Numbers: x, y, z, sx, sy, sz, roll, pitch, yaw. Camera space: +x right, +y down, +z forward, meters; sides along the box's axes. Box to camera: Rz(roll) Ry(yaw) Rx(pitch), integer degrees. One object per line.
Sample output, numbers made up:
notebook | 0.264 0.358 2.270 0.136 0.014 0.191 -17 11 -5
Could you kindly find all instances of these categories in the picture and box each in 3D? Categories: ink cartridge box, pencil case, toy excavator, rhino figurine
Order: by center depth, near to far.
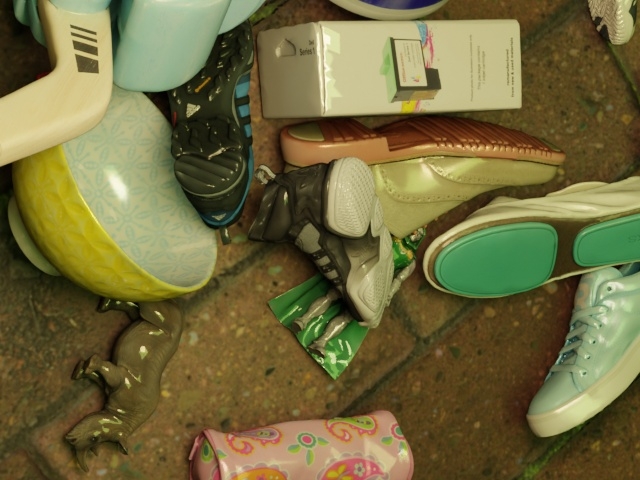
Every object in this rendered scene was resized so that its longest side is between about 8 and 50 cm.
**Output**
toy excavator | -0.234 -0.239 1.496 0.432 0.222 0.445 1 52 -24
rhino figurine | -0.241 0.168 1.713 0.106 0.073 0.243 22 84 -21
ink cartridge box | 0.083 -0.215 1.776 0.278 0.201 0.117 -4 95 -24
pencil case | -0.023 0.284 1.796 0.284 0.124 0.124 -4 93 -25

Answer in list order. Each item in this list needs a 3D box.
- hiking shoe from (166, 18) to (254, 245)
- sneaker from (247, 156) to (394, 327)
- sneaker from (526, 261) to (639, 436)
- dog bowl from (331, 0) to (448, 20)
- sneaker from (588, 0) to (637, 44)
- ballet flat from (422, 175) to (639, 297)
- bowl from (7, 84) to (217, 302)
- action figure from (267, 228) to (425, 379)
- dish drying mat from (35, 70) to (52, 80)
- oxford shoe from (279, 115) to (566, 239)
hiking shoe | -0.135 -0.152 1.708 0.113 0.132 0.304 0 55 3
sneaker | 0.000 0.000 1.739 0.269 0.153 0.101 75 28 -44
sneaker | 0.392 0.119 1.983 0.366 0.135 0.150 -42 96 -24
dog bowl | 0.082 -0.414 1.767 0.264 0.104 0.265 9 62 -18
sneaker | 0.463 -0.400 2.002 0.153 0.094 0.235 -6 84 -16
ballet flat | 0.310 -0.014 1.927 0.400 0.139 0.139 -10 96 -16
bowl | -0.266 -0.041 1.630 0.156 0.289 0.289 -28 107 21
action figure | 0.057 0.054 1.855 0.232 0.063 0.137 -45 105 -20
dish drying mat | -0.302 -0.195 1.707 0.083 0.008 0.032 -19 100 -23
oxford shoe | 0.132 -0.081 1.855 0.397 0.140 0.147 -1 109 -16
